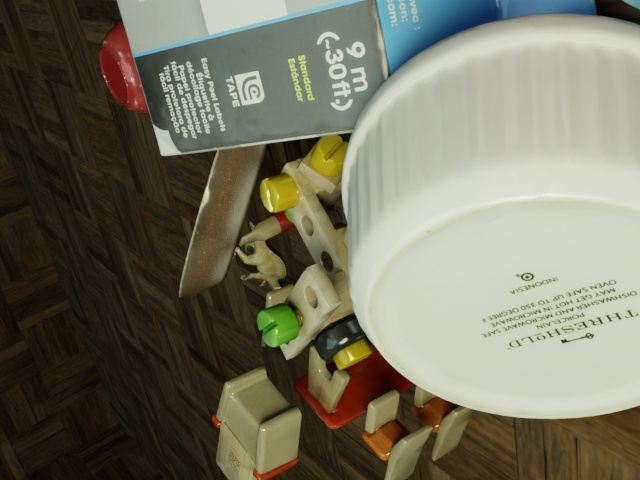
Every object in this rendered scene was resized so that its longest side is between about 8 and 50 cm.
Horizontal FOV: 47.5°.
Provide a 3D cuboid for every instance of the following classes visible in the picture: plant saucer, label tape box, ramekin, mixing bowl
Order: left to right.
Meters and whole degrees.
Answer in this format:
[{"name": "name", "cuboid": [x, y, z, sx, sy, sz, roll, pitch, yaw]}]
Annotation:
[{"name": "mixing bowl", "cuboid": [-0.269, -0.262, 1.099, 0.181, 0.098, 0.181, 41, 146, 36]}, {"name": "plant saucer", "cuboid": [-0.098, -0.076, 0.852, 0.050, 0.310, 0.310, 18, 148, -7]}, {"name": "label tape box", "cuboid": [0.003, -0.209, 0.533, 0.348, 0.115, 0.249, -1, 109, 36]}, {"name": "ramekin", "cuboid": [0.139, 0.006, 0.469, 0.273, 0.127, 0.273, 7, 136, 6]}]

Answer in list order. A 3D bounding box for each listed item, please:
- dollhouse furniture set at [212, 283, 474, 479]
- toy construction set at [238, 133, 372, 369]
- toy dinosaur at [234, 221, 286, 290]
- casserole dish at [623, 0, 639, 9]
[{"name": "dollhouse furniture set", "cuboid": [0.006, 0.188, 0.865, 0.262, 0.259, 0.135, 42, 136, 35]}, {"name": "toy construction set", "cuboid": [0.000, 0.000, 0.730, 0.309, 0.237, 0.257, -6, 109, 61]}, {"name": "toy dinosaur", "cuboid": [-0.092, 0.025, 1.123, 0.092, 0.053, 0.183, 13, 134, 36]}, {"name": "casserole dish", "cuboid": [0.239, -0.172, 0.396, 0.188, 0.037, 0.114, 37, 143, 40]}]
